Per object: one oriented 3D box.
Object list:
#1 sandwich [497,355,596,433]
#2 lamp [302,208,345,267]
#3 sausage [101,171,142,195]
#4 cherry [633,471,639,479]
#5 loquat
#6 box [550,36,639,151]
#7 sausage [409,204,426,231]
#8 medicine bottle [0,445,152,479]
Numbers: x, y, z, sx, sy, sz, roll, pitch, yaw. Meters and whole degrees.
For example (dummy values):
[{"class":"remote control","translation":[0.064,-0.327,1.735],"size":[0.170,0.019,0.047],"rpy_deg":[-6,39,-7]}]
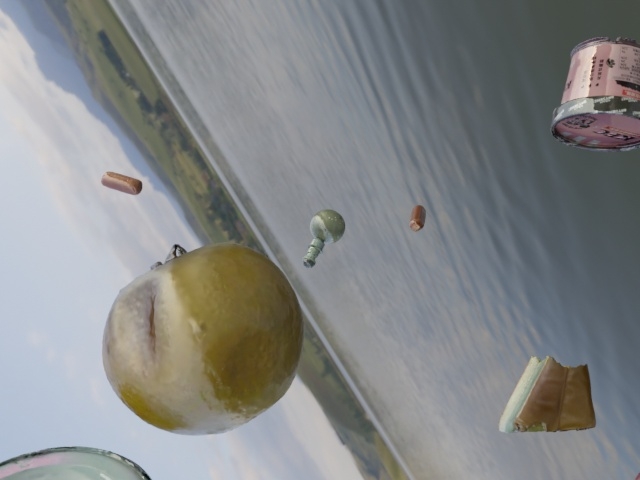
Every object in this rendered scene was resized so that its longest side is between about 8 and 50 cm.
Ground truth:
[{"class":"sandwich","translation":[0.551,0.381,1.699],"size":[0.108,0.220,0.185],"rpy_deg":[116,149,-78]},{"class":"lamp","translation":[0.000,0.000,1.735],"size":[0.091,0.163,0.091],"rpy_deg":[24,161,9]},{"class":"sausage","translation":[-0.389,-0.112,1.334],"size":[0.083,0.034,0.034],"rpy_deg":[16,164,12]},{"class":"cherry","translation":[0.637,0.549,1.324],"size":[0.107,0.090,0.225],"rpy_deg":[27,-107,-71]},{"class":"loquat","translation":[-0.122,0.098,0.708],"size":[0.213,0.213,0.213],"rpy_deg":[58,176,6]},{"class":"box","translation":[0.438,-0.224,1.039],"size":[0.151,0.151,0.135],"rpy_deg":[80,-159,-80]},{"class":"sausage","translation":[0.276,-0.062,1.933],"size":[0.041,0.039,0.131],"rpy_deg":[57,-159,-14]},{"class":"medicine bottle","translation":[-0.298,0.420,0.761],"size":[0.245,0.245,0.289],"rpy_deg":[-128,38,-59]}]
